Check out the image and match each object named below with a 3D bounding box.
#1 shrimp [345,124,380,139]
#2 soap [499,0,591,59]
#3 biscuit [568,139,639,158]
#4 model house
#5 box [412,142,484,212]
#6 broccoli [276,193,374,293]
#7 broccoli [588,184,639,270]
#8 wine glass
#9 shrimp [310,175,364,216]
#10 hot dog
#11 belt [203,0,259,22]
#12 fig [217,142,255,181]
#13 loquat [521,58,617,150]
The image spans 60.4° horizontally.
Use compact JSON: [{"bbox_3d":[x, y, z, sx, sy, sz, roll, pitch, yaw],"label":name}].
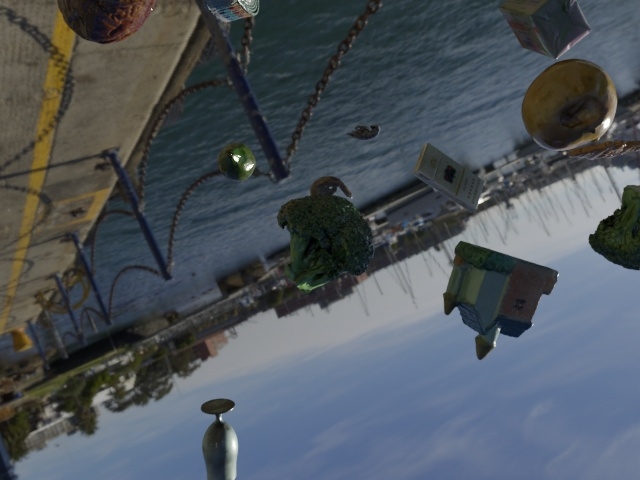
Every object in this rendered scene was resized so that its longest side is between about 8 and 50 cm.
[{"bbox_3d":[0.165,-0.433,2.206,0.165,0.065,0.057,12,167,35],"label":"shrimp"},{"bbox_3d":[0.680,-0.675,1.675,0.138,0.182,0.199,-43,-149,10],"label":"soap"},{"bbox_3d":[0.950,-0.297,1.808,0.250,0.035,0.162,-8,175,14],"label":"biscuit"},{"bbox_3d":[0.501,0.191,1.647,0.267,0.324,0.194,16,-177,-19],"label":"model house"},{"bbox_3d":[0.291,-0.142,1.243,0.024,0.167,0.090,-39,-157,57],"label":"box"},{"bbox_3d":[0.000,0.000,1.481,0.275,0.308,0.308,-51,178,-4],"label":"broccoli"},{"bbox_3d":[0.916,-0.034,1.591,0.269,0.241,0.261,-5,-158,-11],"label":"broccoli"},{"bbox_3d":[-0.260,0.521,1.421,0.093,0.202,0.093,0,-171,0],"label":"wine glass"},{"bbox_3d":[0.069,-0.155,2.011,0.126,0.224,0.047,-61,-172,18],"label":"shrimp"},{"bbox_3d":[-0.564,-0.695,1.432,0.174,0.267,0.388,-50,-171,-36],"label":"hot dog"},{"bbox_3d":[-0.300,-0.826,1.773,0.150,0.206,0.257,-9,174,17],"label":"belt"},{"bbox_3d":[-0.269,-0.259,1.765,0.123,0.123,0.156,-23,176,-11],"label":"fig"},{"bbox_3d":[0.627,-0.344,1.402,0.244,0.243,0.244,-24,176,-2],"label":"loquat"}]
